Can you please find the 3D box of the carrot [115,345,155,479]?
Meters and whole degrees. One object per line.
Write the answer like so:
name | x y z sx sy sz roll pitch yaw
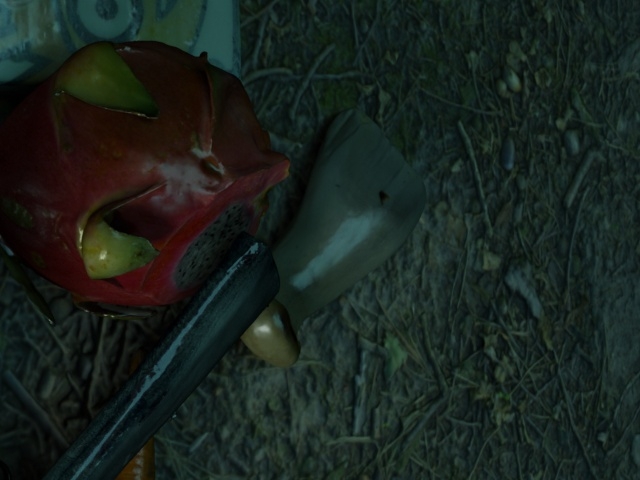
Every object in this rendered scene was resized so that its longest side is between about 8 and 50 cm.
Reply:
carrot | -0.202 0.241 1.245 0.061 0.061 0.257 14 70 -37

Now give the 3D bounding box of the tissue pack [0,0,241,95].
tissue pack | -0.235 -0.260 1.181 0.310 0.128 0.228 -3 91 -36

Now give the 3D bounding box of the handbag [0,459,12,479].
handbag | -0.345 0.271 1.125 0.115 0.072 0.139 50 48 -23

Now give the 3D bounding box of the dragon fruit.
dragon fruit | -0.163 -0.040 1.122 0.290 0.291 0.189 -25 64 -36

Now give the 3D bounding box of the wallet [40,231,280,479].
wallet | -0.170 0.159 1.140 0.046 0.191 0.379 38 78 8

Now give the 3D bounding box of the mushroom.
mushroom | 0.000 0.000 1.377 0.159 0.122 0.329 35 62 8
